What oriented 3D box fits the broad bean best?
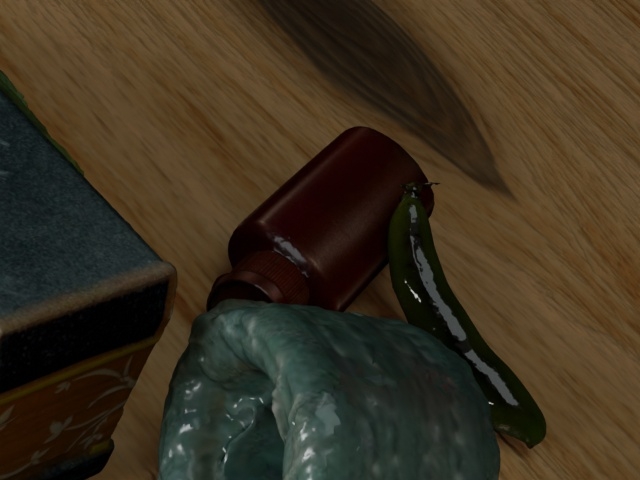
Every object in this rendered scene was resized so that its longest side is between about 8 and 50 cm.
[{"bbox_3d":[0.100,0.056,1.262,0.069,0.039,0.226,-18,74,-14],"label":"broad bean"}]

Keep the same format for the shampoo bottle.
[{"bbox_3d":[0.000,0.000,1.274,0.102,0.064,0.260,46,35,-1],"label":"shampoo bottle"}]

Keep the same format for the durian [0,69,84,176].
[{"bbox_3d":[-0.236,-0.065,1.154,0.250,0.101,0.139,47,37,17],"label":"durian"}]

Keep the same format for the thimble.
[{"bbox_3d":[0.000,0.133,0.991,0.143,0.198,0.235,9,45,-30],"label":"thimble"}]

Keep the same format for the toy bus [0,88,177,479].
[{"bbox_3d":[-0.251,-0.003,0.987,0.323,0.194,0.162,45,38,21],"label":"toy bus"}]
